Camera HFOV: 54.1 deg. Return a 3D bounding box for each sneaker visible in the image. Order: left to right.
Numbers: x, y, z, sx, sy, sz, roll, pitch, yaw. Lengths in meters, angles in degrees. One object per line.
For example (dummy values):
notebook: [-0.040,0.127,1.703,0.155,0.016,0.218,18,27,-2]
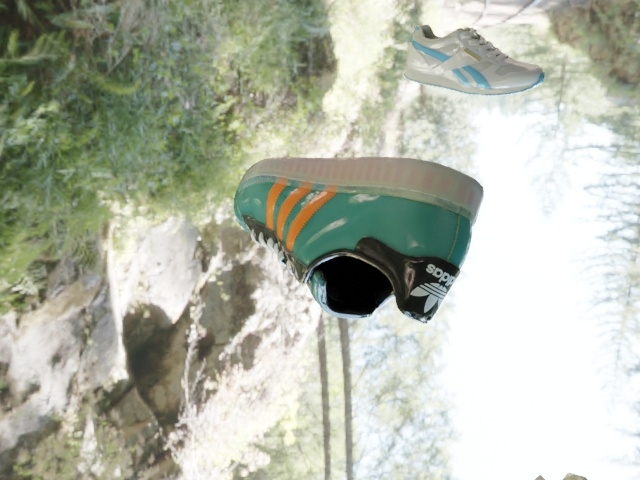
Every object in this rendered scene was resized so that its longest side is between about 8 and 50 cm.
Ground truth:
sneaker: [0.000,0.000,0.553,0.108,0.121,0.302,26,167,-33]
sneaker: [0.243,-0.289,1.004,0.228,0.092,0.087,17,-150,25]

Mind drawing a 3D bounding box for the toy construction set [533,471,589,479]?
toy construction set: [0.382,0.373,0.685,0.327,0.151,0.215,33,-162,1]
